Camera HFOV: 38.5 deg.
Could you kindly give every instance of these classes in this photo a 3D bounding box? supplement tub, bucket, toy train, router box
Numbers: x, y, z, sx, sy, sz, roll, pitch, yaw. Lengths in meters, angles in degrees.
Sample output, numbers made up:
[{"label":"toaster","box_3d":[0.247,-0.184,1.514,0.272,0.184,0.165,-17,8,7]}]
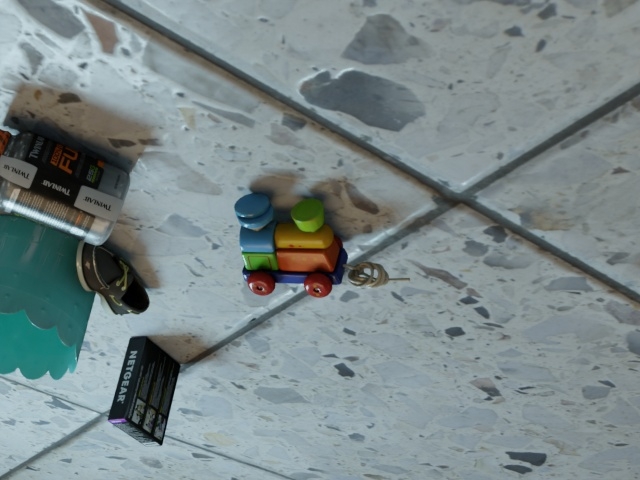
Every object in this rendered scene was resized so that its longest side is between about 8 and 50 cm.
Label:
[{"label":"supplement tub","box_3d":[-0.373,-0.077,1.278,0.190,0.117,0.117,22,147,-20]},{"label":"bucket","box_3d":[-0.510,0.096,1.537,0.281,0.183,0.281,8,148,5]},{"label":"toy train","box_3d":[0.000,0.000,1.318,0.248,0.105,0.143,1,134,15]},{"label":"router box","box_3d":[-0.346,0.299,1.816,0.046,0.179,0.133,-9,143,24]}]

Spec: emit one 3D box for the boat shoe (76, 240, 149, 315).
[{"label":"boat shoe","box_3d":[-0.345,0.062,1.536,0.068,0.081,0.228,3,155,7]}]
